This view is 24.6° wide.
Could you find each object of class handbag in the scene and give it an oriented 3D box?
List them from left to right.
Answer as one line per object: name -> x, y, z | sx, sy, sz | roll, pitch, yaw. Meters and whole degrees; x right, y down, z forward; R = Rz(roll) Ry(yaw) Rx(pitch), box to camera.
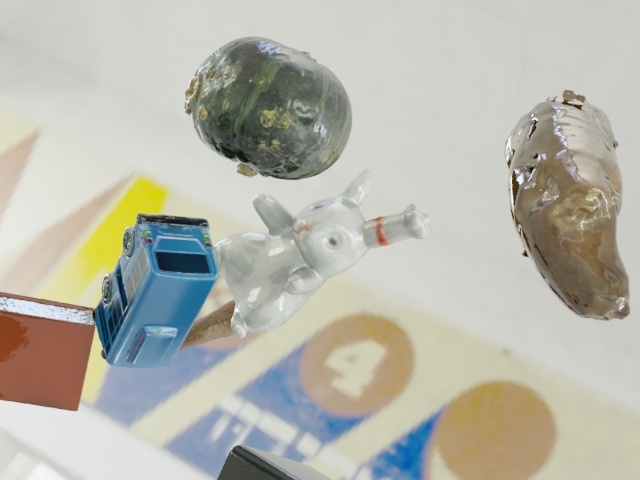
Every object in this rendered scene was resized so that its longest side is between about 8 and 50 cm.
handbag -> -0.374, 0.129, 1.771 | 0.190, 0.127, 0.063 | 10, 25, -11

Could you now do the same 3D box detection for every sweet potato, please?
sweet potato -> -0.168, 0.127, 2.119 | 0.050, 0.214, 0.050 | 158, -90, -83

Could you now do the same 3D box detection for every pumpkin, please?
pumpkin -> -0.054, -0.138, 1.566 | 0.190, 0.146, 0.190 | 25, -12, 6

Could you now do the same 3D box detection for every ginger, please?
ginger -> 0.214, -0.047, 1.293 | 0.107, 0.309, 0.133 | 10, -68, 0

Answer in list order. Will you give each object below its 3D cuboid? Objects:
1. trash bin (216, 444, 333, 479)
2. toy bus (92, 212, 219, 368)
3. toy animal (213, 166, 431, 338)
trash bin -> 0.003, 0.339, 1.706 | 0.225, 0.115, 0.165 | 19, -7, 41
toy bus -> -0.187, 0.062, 1.639 | 0.090, 0.106, 0.185 | 3, -41, -27
toy animal -> -0.014, 0.002, 1.797 | 0.138, 0.282, 0.141 | 8, 52, -52
